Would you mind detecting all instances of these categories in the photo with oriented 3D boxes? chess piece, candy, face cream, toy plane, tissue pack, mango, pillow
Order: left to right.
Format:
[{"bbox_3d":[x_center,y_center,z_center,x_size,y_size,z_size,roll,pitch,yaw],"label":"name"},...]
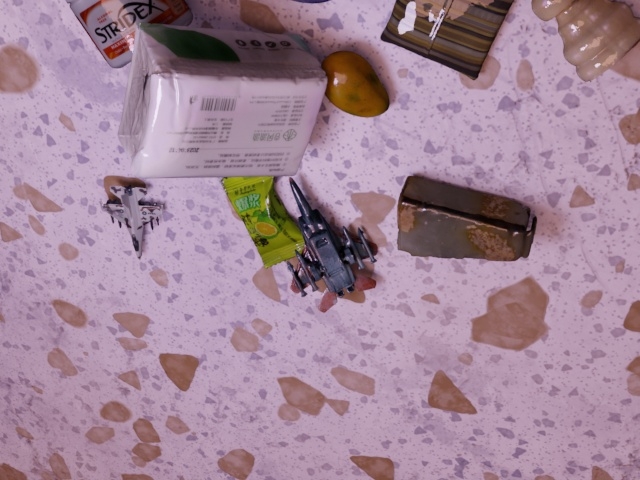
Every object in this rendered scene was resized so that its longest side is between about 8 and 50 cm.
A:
[{"bbox_3d":[-0.382,-0.469,1.695,0.201,0.201,0.187,-19,114,29],"label":"face cream"},{"bbox_3d":[-0.457,-0.055,2.092,0.160,0.082,0.234,3,139,5],"label":"toy plane"},{"bbox_3d":[-0.199,-0.267,1.680,0.357,0.194,0.266,-3,134,-29],"label":"tissue pack"},{"bbox_3d":[-0.126,-0.054,1.973,0.149,0.069,0.246,-16,115,30],"label":"candy"},{"bbox_3d":[0.001,0.003,1.932,0.223,0.104,0.326,-26,116,0],"label":"toy plane"},{"bbox_3d":[0.064,-0.309,1.719,0.111,0.089,0.163,-18,124,28],"label":"mango"},{"bbox_3d":[0.240,-0.427,1.597,0.208,0.052,0.212,22,128,0],"label":"pillow"},{"bbox_3d":[0.439,-0.420,1.497,0.261,0.143,0.143,47,125,-6],"label":"chess piece"}]

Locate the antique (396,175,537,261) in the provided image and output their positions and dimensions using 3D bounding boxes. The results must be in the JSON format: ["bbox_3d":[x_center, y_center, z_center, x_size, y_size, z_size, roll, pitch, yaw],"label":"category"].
[{"bbox_3d":[0.308,-0.036,1.796,0.284,0.125,0.150,9,127,14],"label":"antique"}]

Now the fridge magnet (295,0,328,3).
[{"bbox_3d":[-0.036,-0.526,1.543,0.266,0.112,0.265,16,164,5],"label":"fridge magnet"}]
